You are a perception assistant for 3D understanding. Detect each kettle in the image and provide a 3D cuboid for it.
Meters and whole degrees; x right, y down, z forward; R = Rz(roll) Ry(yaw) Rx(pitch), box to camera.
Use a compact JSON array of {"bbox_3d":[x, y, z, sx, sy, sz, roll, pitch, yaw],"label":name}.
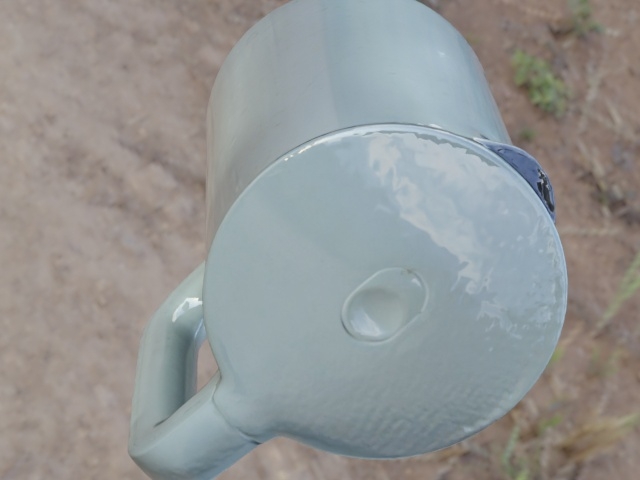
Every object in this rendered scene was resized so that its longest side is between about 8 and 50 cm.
[{"bbox_3d":[0.000,-0.015,0.951,0.318,0.265,0.205,-99,177,-67],"label":"kettle"}]
